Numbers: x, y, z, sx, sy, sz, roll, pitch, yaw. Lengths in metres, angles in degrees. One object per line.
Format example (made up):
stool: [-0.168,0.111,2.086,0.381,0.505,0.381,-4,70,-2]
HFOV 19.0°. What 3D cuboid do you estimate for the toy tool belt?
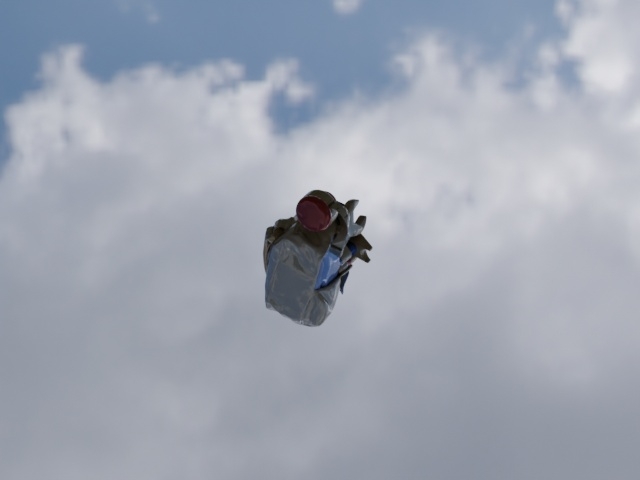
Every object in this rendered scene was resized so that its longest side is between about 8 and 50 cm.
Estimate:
toy tool belt: [0.000,0.000,0.969,0.052,0.083,0.051,27,-140,15]
